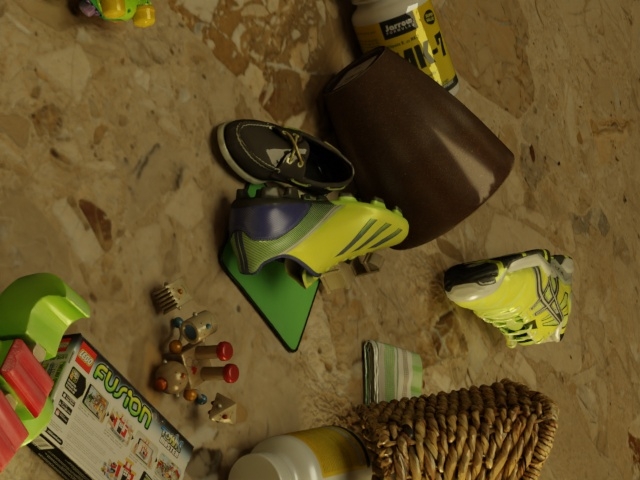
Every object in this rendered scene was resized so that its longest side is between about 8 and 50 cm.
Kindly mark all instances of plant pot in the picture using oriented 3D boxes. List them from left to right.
[{"bbox_3d":[0.113,-0.143,1.784,0.230,0.215,0.215,52,39,-17],"label":"plant pot"}]

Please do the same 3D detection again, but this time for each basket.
[{"bbox_3d":[0.176,0.300,1.609,0.299,0.223,0.213,162,-81,-86],"label":"basket"}]

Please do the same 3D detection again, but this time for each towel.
[{"bbox_3d":[0.107,0.202,1.828,0.152,0.023,0.113,20,66,-56],"label":"towel"}]

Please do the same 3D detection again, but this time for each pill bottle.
[{"bbox_3d":[-0.025,0.273,1.515,0.184,0.103,0.103,3,79,-58],"label":"pill bottle"},{"bbox_3d":[0.115,-0.293,1.883,0.119,0.119,0.208,-50,123,-52],"label":"pill bottle"}]

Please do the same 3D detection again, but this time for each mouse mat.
[{"bbox_3d":[-0.057,0.028,1.622,0.190,0.007,0.153,56,39,-36],"label":"mouse mat"}]

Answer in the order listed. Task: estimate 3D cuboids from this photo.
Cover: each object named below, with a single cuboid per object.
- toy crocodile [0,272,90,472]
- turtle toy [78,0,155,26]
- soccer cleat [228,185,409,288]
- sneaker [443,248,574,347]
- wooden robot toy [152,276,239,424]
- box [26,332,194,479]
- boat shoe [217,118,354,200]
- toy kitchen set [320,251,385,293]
[{"bbox_3d":[-0.298,0.167,1.093,0.115,0.105,0.340,60,37,-30],"label":"toy crocodile"},{"bbox_3d":[-0.229,-0.270,1.361,0.130,0.066,0.095,3,77,-58],"label":"turtle toy"},{"bbox_3d":[-0.001,0.000,1.608,0.289,0.093,0.121,3,86,-47],"label":"soccer cleat"},{"bbox_3d":[0.324,0.096,2.098,0.384,0.145,0.147,4,78,-57],"label":"sneaker"},{"bbox_3d":[-0.143,0.132,1.397,0.079,0.076,0.173,-28,106,-46],"label":"wooden robot toy"},{"bbox_3d":[-0.209,0.198,1.296,0.207,0.036,0.114,53,40,-37],"label":"box"},{"bbox_3d":[-0.040,-0.107,1.621,0.227,0.068,0.081,19,60,-56],"label":"boat shoe"},{"bbox_3d":[0.036,0.013,1.712,0.075,0.068,0.083,64,28,-22],"label":"toy kitchen set"}]
